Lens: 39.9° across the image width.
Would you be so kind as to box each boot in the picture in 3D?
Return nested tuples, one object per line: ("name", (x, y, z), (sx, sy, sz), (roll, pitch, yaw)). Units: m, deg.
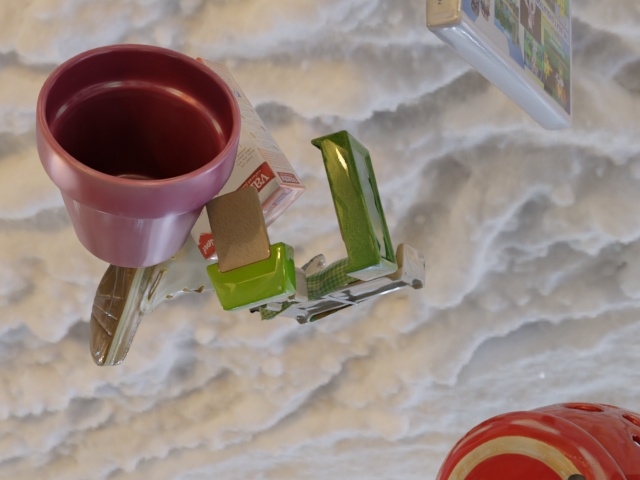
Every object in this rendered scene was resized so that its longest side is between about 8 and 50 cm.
("boot", (-0.208, 0.069, 1.269), (0.204, 0.261, 0.095), (18, 179, -40))

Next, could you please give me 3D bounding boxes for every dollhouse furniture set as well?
("dollhouse furniture set", (0.000, 0.000, 1.082), (0.198, 0.151, 0.301), (-18, 167, 15))

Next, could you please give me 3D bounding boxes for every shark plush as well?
("shark plush", (-0.049, 0.086, 1.495), (0.073, 0.067, 0.161), (19, 135, -39))

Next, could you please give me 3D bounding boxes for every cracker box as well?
("cracker box", (-0.142, -0.109, 1.196), (0.156, 0.232, 0.067), (-43, 157, 24))

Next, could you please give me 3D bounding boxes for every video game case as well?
("video game case", (0.181, -0.289, 0.840), (0.036, 0.299, 0.329), (-3, 170, 30))

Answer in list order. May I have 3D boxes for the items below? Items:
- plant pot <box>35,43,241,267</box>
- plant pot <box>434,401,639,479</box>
("plant pot", (-0.193, -0.075, 0.927), (0.202, 0.201, 0.180), (12, 140, -7))
("plant pot", (0.192, 0.220, 0.700), (0.191, 0.191, 0.174), (-25, 152, 34))
